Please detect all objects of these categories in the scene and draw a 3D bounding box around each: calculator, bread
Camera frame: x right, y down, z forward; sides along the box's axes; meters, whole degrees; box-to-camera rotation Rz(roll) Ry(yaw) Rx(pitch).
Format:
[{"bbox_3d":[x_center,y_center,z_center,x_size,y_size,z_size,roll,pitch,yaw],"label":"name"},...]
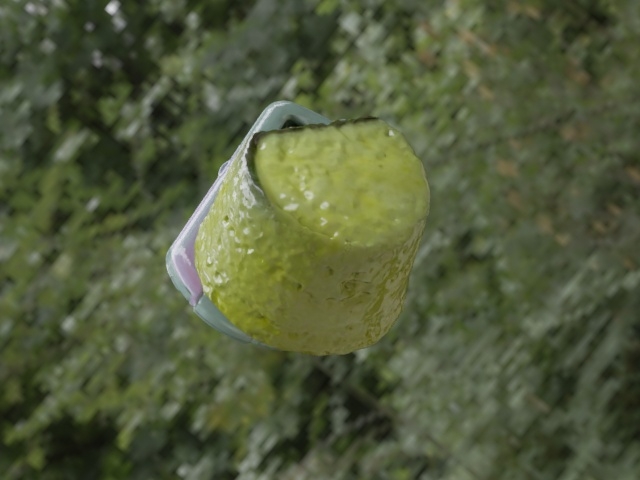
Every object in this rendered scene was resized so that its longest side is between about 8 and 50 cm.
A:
[{"bbox_3d":[-0.028,-0.016,1.521,0.246,0.141,0.045,-57,1,-35],"label":"calculator"},{"bbox_3d":[0.000,0.000,1.051,0.129,0.111,0.114,-14,-36,-26],"label":"bread"}]
